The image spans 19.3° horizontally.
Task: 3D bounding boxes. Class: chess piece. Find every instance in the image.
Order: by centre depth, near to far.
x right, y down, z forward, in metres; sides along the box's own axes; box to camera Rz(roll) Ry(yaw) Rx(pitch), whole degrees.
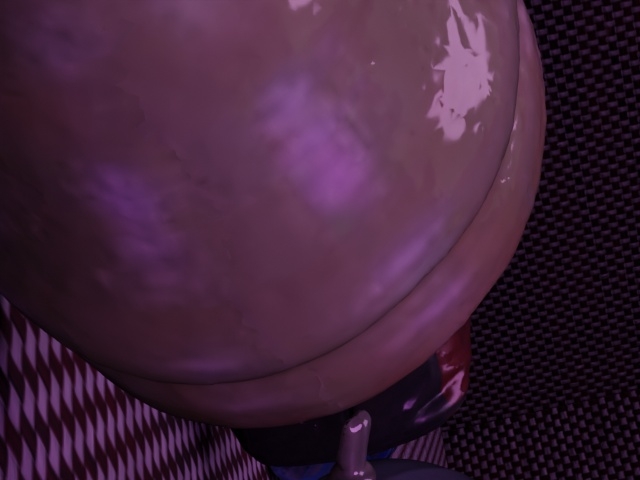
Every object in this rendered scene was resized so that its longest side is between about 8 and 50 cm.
[{"bbox_3d":[-0.073,-0.112,0.532,0.442,0.234,0.234,53,24,-65],"label":"chess piece"}]

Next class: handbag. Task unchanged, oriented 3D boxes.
[{"bbox_3d":[0.000,0.000,1.139,0.254,0.181,0.181,-98,176,-65],"label":"handbag"}]

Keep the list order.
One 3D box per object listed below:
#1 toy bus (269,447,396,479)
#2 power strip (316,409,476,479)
[{"bbox_3d":[0.012,0.107,1.412,0.094,0.079,0.236,34,19,-15],"label":"toy bus"},{"bbox_3d":[-0.001,0.183,0.717,0.167,0.054,0.253,1,107,-55],"label":"power strip"}]
